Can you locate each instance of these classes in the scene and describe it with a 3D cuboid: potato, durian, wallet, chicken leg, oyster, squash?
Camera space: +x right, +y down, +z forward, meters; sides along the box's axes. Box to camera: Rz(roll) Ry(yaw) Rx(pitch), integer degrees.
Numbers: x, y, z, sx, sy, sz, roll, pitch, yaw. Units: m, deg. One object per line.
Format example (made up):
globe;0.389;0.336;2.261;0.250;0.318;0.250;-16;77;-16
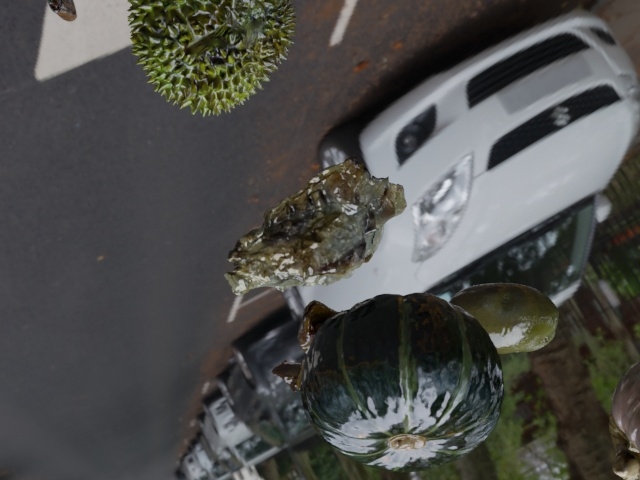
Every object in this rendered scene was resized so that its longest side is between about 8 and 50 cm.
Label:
potato;0.371;0.165;1.729;0.251;0.159;0.174;8;142;11
durian;-0.173;-0.348;1.277;0.291;0.291;0.225;-30;-154;4
wallet;-0.467;-0.466;1.373;0.042;0.195;0.161;-20;-169;-2
chicken leg;0.028;0.235;1.694;0.409;0.295;0.182;-11;-138;48
oyster;0.002;0.003;1.438;0.354;0.107;0.201;-35;128;2
squash;0.103;0.180;1.019;0.252;0.165;0.252;-1;138;-1

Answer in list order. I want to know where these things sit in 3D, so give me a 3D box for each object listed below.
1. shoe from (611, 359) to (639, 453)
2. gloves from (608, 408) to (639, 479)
shoe;0.531;0.256;0.955;0.351;0.172;0.198;1;-145;10
gloves;0.640;0.362;1.578;0.203;0.155;0.356;-34;168;12
